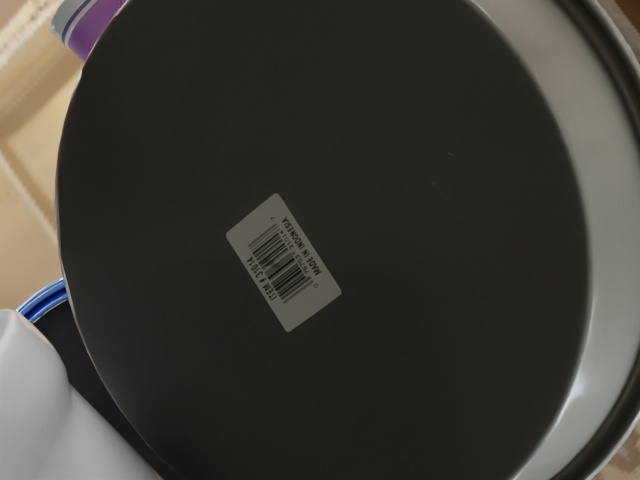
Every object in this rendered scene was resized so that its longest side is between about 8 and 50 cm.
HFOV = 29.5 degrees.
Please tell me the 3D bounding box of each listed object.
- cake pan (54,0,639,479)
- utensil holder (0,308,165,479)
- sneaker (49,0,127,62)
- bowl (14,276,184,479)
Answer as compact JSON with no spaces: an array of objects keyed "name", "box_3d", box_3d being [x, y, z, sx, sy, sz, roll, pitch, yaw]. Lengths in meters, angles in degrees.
[{"name":"cake pan","box_3d":[0.000,0.000,0.511,0.293,0.054,0.293,8,-75,30]},{"name":"utensil holder","box_3d":[-0.117,0.275,0.522,0.327,0.327,0.385,-36,-75,25]},{"name":"sneaker","box_3d":[-0.125,-0.266,1.251,0.161,0.102,0.282,38,-99,5]},{"name":"bowl","box_3d":[-0.250,0.221,1.556,0.077,0.391,0.391,177,-93,-69]}]
